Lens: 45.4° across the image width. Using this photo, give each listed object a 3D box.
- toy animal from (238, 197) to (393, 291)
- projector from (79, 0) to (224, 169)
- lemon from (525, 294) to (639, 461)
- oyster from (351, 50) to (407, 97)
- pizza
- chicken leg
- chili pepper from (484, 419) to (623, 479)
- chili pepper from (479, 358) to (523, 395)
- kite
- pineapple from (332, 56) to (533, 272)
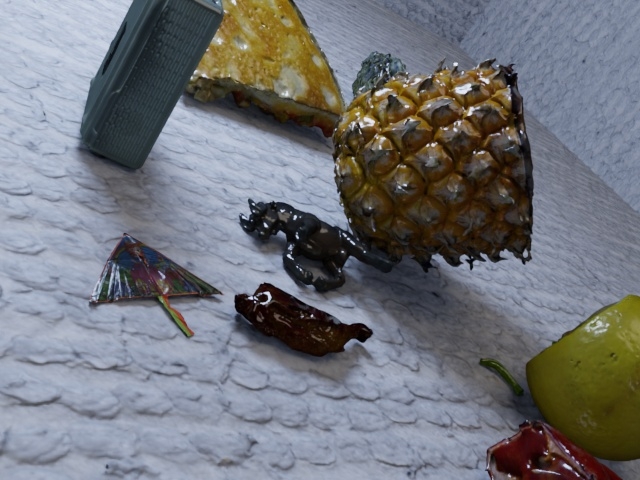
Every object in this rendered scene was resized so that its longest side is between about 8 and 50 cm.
[{"bbox_3d":[0.000,0.000,1.117,0.232,0.085,0.148,20,28,-24],"label":"toy animal"},{"bbox_3d":[-0.237,-0.253,1.051,0.099,0.257,0.192,24,26,-23],"label":"projector"},{"bbox_3d":[0.441,0.215,1.123,0.240,0.240,0.219,-10,63,-57],"label":"lemon"},{"bbox_3d":[0.154,-0.379,1.887,0.158,0.162,0.351,50,22,-19],"label":"oyster"},{"bbox_3d":[-0.153,-0.363,1.486,0.406,0.130,0.440,-30,88,-47],"label":"pizza"},{"bbox_3d":[-0.014,0.103,0.955,0.219,0.048,0.089,22,31,-28],"label":"chicken leg"},{"bbox_3d":[0.323,0.316,0.967,0.144,0.136,0.252,-3,-22,45],"label":"chili pepper"},{"bbox_3d":[0.284,0.209,1.187,0.083,0.017,0.030,44,27,16],"label":"chili pepper"},{"bbox_3d":[-0.190,0.049,0.872,0.190,0.010,0.159,1,43,-49],"label":"kite"},{"bbox_3d":[0.184,-0.108,1.224,0.352,0.300,0.353,-10,90,-75],"label":"pineapple"}]
